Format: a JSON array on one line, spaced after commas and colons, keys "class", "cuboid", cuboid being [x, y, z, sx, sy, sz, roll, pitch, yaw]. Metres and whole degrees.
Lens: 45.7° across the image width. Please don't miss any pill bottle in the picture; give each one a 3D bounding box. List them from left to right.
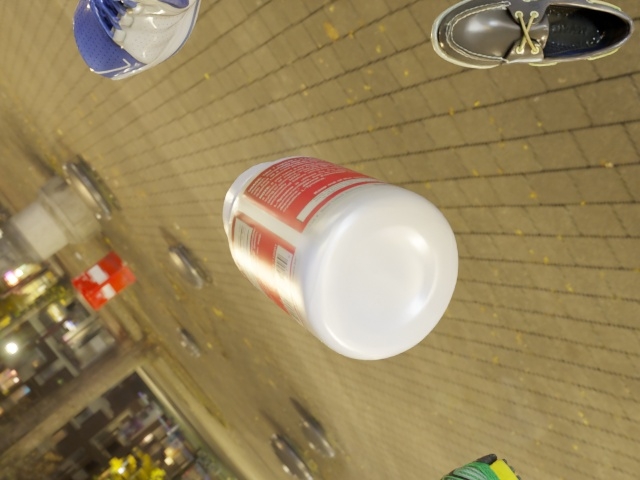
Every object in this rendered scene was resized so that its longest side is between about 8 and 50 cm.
[{"class": "pill bottle", "cuboid": [0.000, 0.000, 1.125, 0.229, 0.229, 0.407, 60, 166, -26]}]

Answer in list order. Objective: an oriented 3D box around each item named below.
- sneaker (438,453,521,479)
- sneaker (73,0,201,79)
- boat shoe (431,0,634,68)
[{"class": "sneaker", "cuboid": [0.286, 0.481, 1.123, 0.343, 0.146, 0.134, 48, 143, 48]}, {"class": "sneaker", "cuboid": [-0.167, -0.258, 0.690, 0.315, 0.182, 0.128, -23, 92, 41]}, {"class": "boat shoe", "cuboid": [0.236, -0.235, 0.842, 0.068, 0.227, 0.081, -145, 49, -68]}]
